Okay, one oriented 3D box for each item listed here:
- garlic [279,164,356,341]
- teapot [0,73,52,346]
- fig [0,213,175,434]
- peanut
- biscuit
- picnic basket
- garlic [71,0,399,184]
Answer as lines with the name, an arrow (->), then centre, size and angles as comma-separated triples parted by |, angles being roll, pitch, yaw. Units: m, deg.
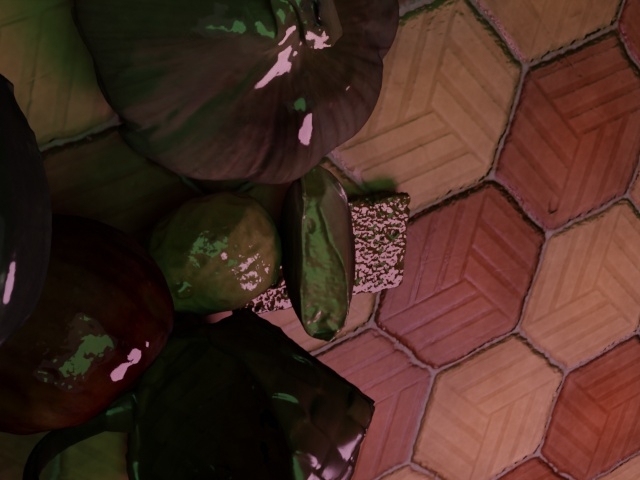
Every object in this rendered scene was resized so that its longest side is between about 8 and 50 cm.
garlic -> -0.001, 0.004, 1.026 | 0.087, 0.101, 0.196 | -3, 105, -6
teapot -> -0.369, -0.030, 0.596 | 0.344, 0.253, 0.300 | -8, 141, -43
fig -> -0.270, 0.075, 0.877 | 0.263, 0.224, 0.224 | 4, 113, 3
peanut -> -0.117, 0.017, 0.995 | 0.159, 0.109, 0.141 | -31, 119, -16
biscuit -> 0.000, 0.013, 1.109 | 0.237, 0.026, 0.131 | -8, 113, -24
picnic basket -> -0.141, 0.255, 0.956 | 0.337, 0.293, 0.337 | -29, 136, -33
garlic -> -0.064, -0.201, 0.870 | 0.322, 0.241, 0.322 | -20, 142, -17
